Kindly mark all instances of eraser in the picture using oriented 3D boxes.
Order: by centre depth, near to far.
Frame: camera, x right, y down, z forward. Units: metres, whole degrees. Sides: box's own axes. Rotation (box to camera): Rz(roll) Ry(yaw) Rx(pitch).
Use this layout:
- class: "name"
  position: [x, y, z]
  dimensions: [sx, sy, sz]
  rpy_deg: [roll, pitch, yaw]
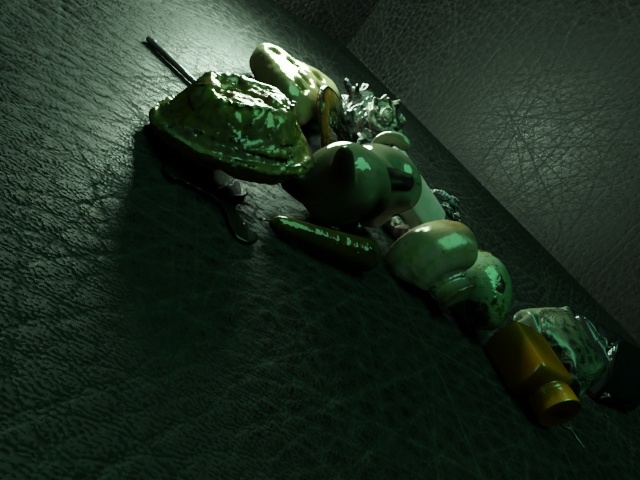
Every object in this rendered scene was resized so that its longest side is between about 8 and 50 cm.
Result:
- class: "eraser"
  position: [0.271, -0.147, 1.609]
  dimensions: [0.270, 0.094, 0.174]
  rpy_deg: [54, 37, -13]

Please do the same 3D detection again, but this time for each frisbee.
- class: "frisbee"
  position: [-0.179, -0.081, 0.994]
  dimensions: [0.211, 0.012, 0.187]
  rpy_deg: [43, 22, 2]

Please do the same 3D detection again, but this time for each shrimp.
- class: "shrimp"
  position: [0.046, -0.346, 1.678]
  dimensions: [0.290, 0.054, 0.222]
  rpy_deg: [51, 38, -58]
- class: "shrimp"
  position: [0.508, -0.151, 2.110]
  dimensions: [0.174, 0.076, 0.082]
  rpy_deg: [40, 46, -4]

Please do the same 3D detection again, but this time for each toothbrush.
- class: "toothbrush"
  position: [-0.303, -0.393, 1.314]
  dimensions: [0.354, 0.029, 0.024]
  rpy_deg: [43, 10, 4]

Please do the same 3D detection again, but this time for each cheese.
- class: "cheese"
  position: [-0.054, -0.465, 1.708]
  dimensions: [0.351, 0.129, 0.328]
  rpy_deg: [23, 33, -35]

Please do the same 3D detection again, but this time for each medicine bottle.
- class: "medicine bottle"
  position: [0.510, 0.317, 1.250]
  dimensions: [0.149, 0.112, 0.222]
  rpy_deg: [28, 27, -31]

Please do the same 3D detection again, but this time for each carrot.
- class: "carrot"
  position: [0.000, 0.000, 1.077]
  dimensions: [0.298, 0.078, 0.078]
  rpy_deg: [19, 32, -31]

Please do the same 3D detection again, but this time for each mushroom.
- class: "mushroom"
  position: [0.273, 0.032, 1.280]
  dimensions: [0.162, 0.173, 0.236]
  rpy_deg: [9, 34, -41]

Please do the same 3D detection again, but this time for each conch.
- class: "conch"
  position: [0.180, -0.442, 1.894]
  dimensions: [0.313, 0.240, 0.186]
  rpy_deg: [49, 1, 14]

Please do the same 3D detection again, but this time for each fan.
- class: "fan"
  position: [0.608, 0.453, 1.304]
  dimensions: [0.085, 0.005, 0.133]
  rpy_deg: [17, 33, -46]

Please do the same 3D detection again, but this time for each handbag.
- class: "handbag"
  position: [0.941, 0.394, 1.706]
  dimensions: [0.301, 0.178, 0.275]
  rpy_deg: [26, 28, -33]

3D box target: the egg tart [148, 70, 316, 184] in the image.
- class: "egg tart"
  position: [-0.160, -0.239, 1.049]
  dimensions: [0.351, 0.150, 0.352]
  rpy_deg: [16, 26, -8]

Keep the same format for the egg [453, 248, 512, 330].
- class: "egg"
  position: [0.407, 0.126, 1.353]
  dimensions: [0.169, 0.169, 0.231]
  rpy_deg: [28, 36, -29]

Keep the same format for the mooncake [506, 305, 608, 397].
- class: "mooncake"
  position: [0.656, 0.295, 1.435]
  dimensions: [0.250, 0.136, 0.255]
  rpy_deg: [1, 56, -43]

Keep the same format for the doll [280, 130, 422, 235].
- class: "doll"
  position: [0.099, -0.129, 1.254]
  dimensions: [0.370, 0.214, 0.226]
  rpy_deg: [-26, 99, -56]

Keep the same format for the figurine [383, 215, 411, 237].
- class: "figurine"
  position: [0.199, -0.054, 1.493]
  dimensions: [0.129, 0.054, 0.072]
  rpy_deg: [42, 8, 19]
